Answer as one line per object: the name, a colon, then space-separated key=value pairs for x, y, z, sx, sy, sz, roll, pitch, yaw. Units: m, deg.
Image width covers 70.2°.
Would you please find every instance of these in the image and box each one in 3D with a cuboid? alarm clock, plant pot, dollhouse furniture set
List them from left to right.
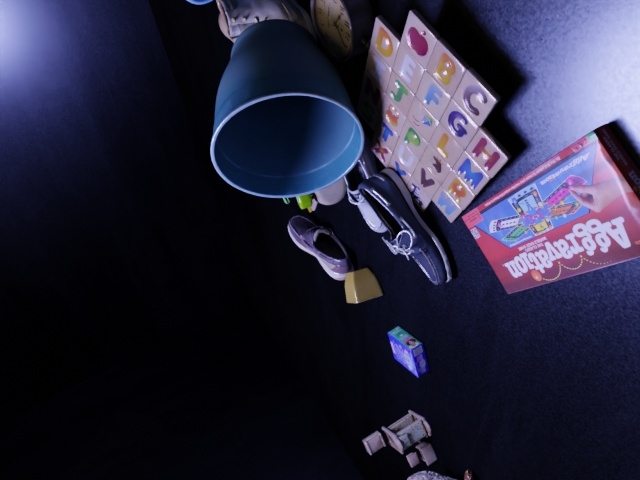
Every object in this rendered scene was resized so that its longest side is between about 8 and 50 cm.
plant pot: x=-0.075 y=-0.263 z=0.868 sx=0.272 sy=0.271 sz=0.255 roll=97 pitch=165 yaw=-59
alarm clock: x=0.050 y=-0.369 z=0.783 sx=0.192 sy=0.064 sz=0.129 roll=56 pitch=162 yaw=25
plant pot: x=0.111 y=0.120 z=1.246 sx=0.081 sy=0.081 sz=0.083 roll=161 pitch=94 yaw=-72
dollhouse furniture set: x=0.251 y=0.635 z=1.359 sx=0.161 sy=0.181 sz=0.101 roll=66 pitch=162 yaw=-2

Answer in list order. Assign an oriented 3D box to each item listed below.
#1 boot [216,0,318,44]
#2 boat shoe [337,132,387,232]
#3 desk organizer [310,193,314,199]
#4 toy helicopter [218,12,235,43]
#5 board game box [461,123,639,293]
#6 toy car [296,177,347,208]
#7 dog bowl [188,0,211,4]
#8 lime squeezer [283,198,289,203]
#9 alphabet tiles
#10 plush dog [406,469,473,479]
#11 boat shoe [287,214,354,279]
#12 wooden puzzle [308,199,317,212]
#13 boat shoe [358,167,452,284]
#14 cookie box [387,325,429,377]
boot: x=-0.112 y=-0.452 z=0.962 sx=0.213 sy=0.165 sz=0.077 roll=62 pitch=163 yaw=15
boat shoe: x=0.086 y=-0.114 z=0.962 sx=0.079 sy=0.081 sz=0.228 roll=-4 pitch=112 yaw=43
desk organizer: x=-0.020 y=-0.148 z=1.296 sx=0.047 sy=0.050 sz=0.130 roll=64 pitch=162 yaw=1
toy helicopter: x=-0.149 y=-0.365 z=1.054 sx=0.355 sy=0.234 sz=0.140 roll=66 pitch=163 yaw=-13
board game box: x=0.301 y=-0.020 z=0.603 sx=0.145 sy=0.027 sz=0.281 roll=61 pitch=162 yaw=9
toy car: x=-0.006 y=-0.181 z=1.083 sx=0.188 sy=0.154 sz=0.149 roll=-120 pitch=14 yaw=-57
dog bowl: x=-0.223 y=-0.628 z=0.931 sx=0.074 sy=0.166 sz=0.297 roll=45 pitch=114 yaw=15
lime squeezer: x=-0.179 y=-0.270 z=1.575 sx=0.110 sy=0.058 sz=0.311 roll=47 pitch=154 yaw=45
alphabet tiles: x=0.159 y=-0.180 z=0.735 sx=0.285 sy=0.011 sz=0.342 roll=54 pitch=166 yaw=14
plush dog: x=0.326 y=0.714 z=1.260 sx=0.225 sy=0.262 sz=0.211 roll=-11 pitch=71 yaw=62
boat shoe: x=0.000 y=0.000 z=1.371 sx=0.285 sy=0.102 sz=0.092 roll=47 pitch=150 yaw=35
wooden puzzle: x=-0.033 y=-0.134 z=1.417 sx=0.079 sy=0.014 sz=0.116 roll=58 pitch=162 yaw=6
boat shoe: x=0.163 y=-0.017 z=0.884 sx=0.255 sy=0.079 sz=0.095 roll=60 pitch=165 yaw=-3
cookie box: x=0.229 y=0.289 z=1.192 sx=0.107 sy=0.040 sz=0.092 roll=30 pitch=142 yaw=60
